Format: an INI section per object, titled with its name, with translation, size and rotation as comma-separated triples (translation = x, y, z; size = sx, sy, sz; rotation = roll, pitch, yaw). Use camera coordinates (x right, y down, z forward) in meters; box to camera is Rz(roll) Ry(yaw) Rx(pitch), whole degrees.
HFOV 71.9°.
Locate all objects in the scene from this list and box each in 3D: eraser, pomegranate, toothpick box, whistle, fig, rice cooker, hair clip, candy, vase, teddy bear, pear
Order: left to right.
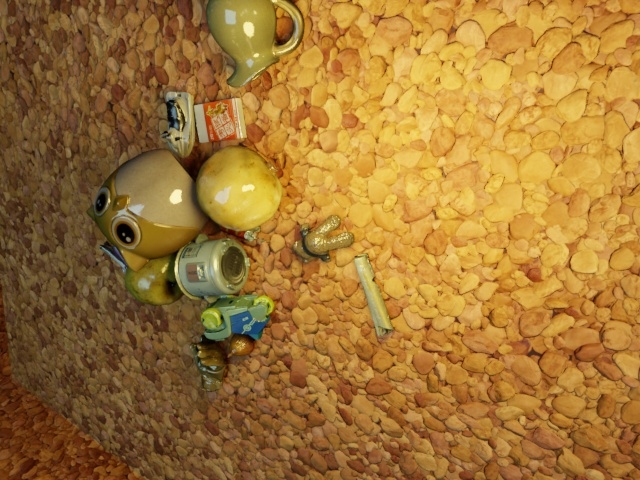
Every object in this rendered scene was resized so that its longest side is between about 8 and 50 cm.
[hair clip]
translation = -1.063, 0.109, 2.357
size = 0.292, 0.084, 0.106
rotation = 47, 117, 3
[toothpick box]
translation = -0.691, -0.131, 1.801
size = 0.425, 0.409, 0.409
rotation = -41, 82, -4
[pear]
translation = -0.762, 0.156, 2.084
size = 0.303, 0.304, 0.305
rotation = 9, 110, 27
[rice cooker]
translation = -0.479, 0.120, 1.920
size = 0.316, 0.264, 0.317
rotation = 6, 103, 25
[eraser]
translation = -0.415, -0.491, 1.818
size = 0.230, 0.038, 0.158
rotation = 1, 106, 29
[candy]
translation = -0.347, -0.051, 1.894
size = 0.291, 0.086, 0.059
rotation = 20, 122, 24
[fig]
translation = -0.377, 0.505, 2.061
size = 0.118, 0.153, 0.119
rotation = 17, 143, 14
[pomegranate]
translation = -0.304, -0.201, 1.679
size = 0.332, 0.332, 0.333
rotation = 9, 110, 27
[vase]
translation = -0.215, -0.726, 1.547
size = 0.328, 0.241, 0.303
rotation = -14, 113, 6
[teddy bear]
translation = -0.008, 0.004, 1.692
size = 0.251, 0.129, 0.182
rotation = -33, 86, 32
[whistle]
translation = 0.200, 0.207, 1.679
size = 0.067, 0.057, 0.327
rotation = -20, 98, -10

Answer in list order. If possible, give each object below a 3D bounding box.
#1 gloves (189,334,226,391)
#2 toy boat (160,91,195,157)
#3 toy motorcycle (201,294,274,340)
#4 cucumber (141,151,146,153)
[gloves]
translation = -0.548, 0.596, 2.181
size = 0.154, 0.141, 0.332
rotation = 34, 133, 46
[toy boat]
translation = -0.605, -0.493, 1.874
size = 0.140, 0.140, 0.270
rotation = 11, 97, 26
[toy motorcycle]
translation = -0.352, 0.350, 1.979
size = 0.325, 0.191, 0.200
rotation = -6, 107, 16
[cucumber]
translation = -0.745, -0.358, 2.035
size = 0.227, 0.069, 0.069
rotation = 31, 118, 23
